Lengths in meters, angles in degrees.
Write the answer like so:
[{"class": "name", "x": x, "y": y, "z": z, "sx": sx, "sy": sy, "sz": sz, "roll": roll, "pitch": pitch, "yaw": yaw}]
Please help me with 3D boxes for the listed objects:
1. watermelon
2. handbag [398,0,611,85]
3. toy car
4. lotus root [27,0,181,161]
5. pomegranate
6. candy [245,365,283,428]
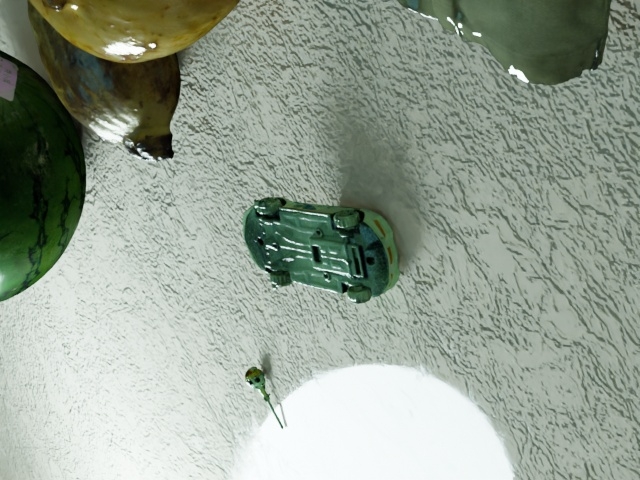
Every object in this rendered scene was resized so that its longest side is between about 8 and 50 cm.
[{"class": "watermelon", "x": -0.469, "y": -0.077, "z": 1.758, "sx": 0.363, "sy": 0.363, "sz": 0.363, "roll": 41, "pitch": 144, "yaw": 39}, {"class": "handbag", "x": 0.084, "y": -0.258, "z": 0.862, "sx": 0.316, "sy": 0.109, "sz": 0.253, "roll": 42, "pitch": 149, "yaw": 38}, {"class": "toy car", "x": 0.000, "y": 0.000, "z": 1.271, "sx": 0.186, "sy": 0.058, "sz": 0.093, "roll": 10, "pitch": 120, "yaw": 45}, {"class": "lotus root", "x": -0.222, "y": -0.197, "z": 1.438, "sx": 0.145, "sy": 0.128, "sz": 0.260, "roll": -29, "pitch": 87, "yaw": 53}, {"class": "pomegranate", "x": -0.160, "y": -0.271, "z": 1.154, "sx": 0.248, "sy": 0.248, "sz": 0.248, "roll": 41, "pitch": 144, "yaw": 39}, {"class": "candy", "x": -0.062, "y": 0.184, "z": 1.576, "sx": 0.025, "sy": 0.023, "sz": 0.083, "roll": -25, "pitch": 99, "yaw": 23}]
